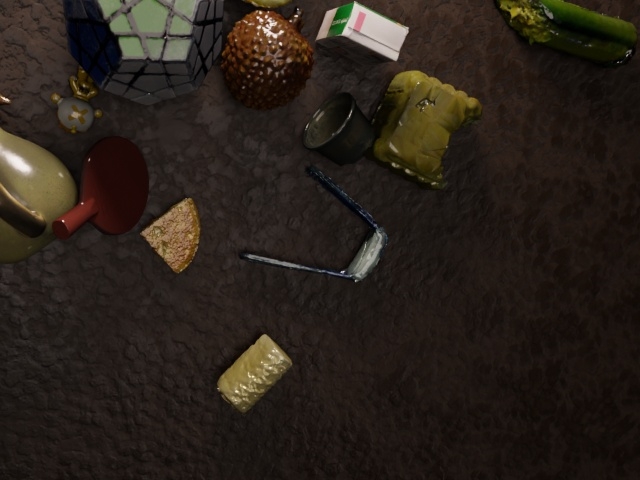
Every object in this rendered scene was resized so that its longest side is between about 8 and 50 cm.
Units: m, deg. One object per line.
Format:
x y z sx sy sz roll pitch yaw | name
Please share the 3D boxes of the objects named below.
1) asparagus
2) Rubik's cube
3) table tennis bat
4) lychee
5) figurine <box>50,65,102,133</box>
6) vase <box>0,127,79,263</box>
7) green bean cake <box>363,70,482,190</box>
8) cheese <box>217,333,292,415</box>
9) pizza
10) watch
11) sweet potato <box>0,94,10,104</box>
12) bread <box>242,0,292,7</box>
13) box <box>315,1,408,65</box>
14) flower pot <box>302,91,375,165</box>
0.581 -0.518 1.831 0.382 0.108 0.128 12 98 -16 | asparagus
-0.344 -0.427 1.493 0.264 0.319 0.319 -30 109 -37 | Rubik's cube
-0.433 -0.094 1.533 0.038 0.310 0.200 -1 118 22 | table tennis bat
-0.106 -0.390 1.611 0.200 0.200 0.238 34 102 -19 | lychee
-0.498 -0.291 1.583 0.101 0.068 0.143 44 70 -26 | figurine
-0.614 -0.110 1.433 0.241 0.329 0.302 -38 114 -12 | vase
0.245 -0.254 1.771 0.233 0.124 0.236 24 92 -19 | green bean cake
-0.153 0.308 1.761 0.167 0.123 0.094 -45 109 -2 | cheese
-0.332 -0.017 1.688 0.134 0.046 0.175 17 95 -19 | pizza
-0.003 0.013 1.779 0.274 0.068 0.276 39 89 -19 | watch
-0.732 -0.312 1.514 0.218 0.051 0.065 25 107 -20 | sweet potato
-0.149 -0.593 1.576 0.257 0.124 0.185 15 111 -1 | bread
0.086 -0.445 1.649 0.135 0.199 0.081 21 91 -21 | box
0.048 -0.241 1.712 0.107 0.157 0.157 39 88 -33 | flower pot
